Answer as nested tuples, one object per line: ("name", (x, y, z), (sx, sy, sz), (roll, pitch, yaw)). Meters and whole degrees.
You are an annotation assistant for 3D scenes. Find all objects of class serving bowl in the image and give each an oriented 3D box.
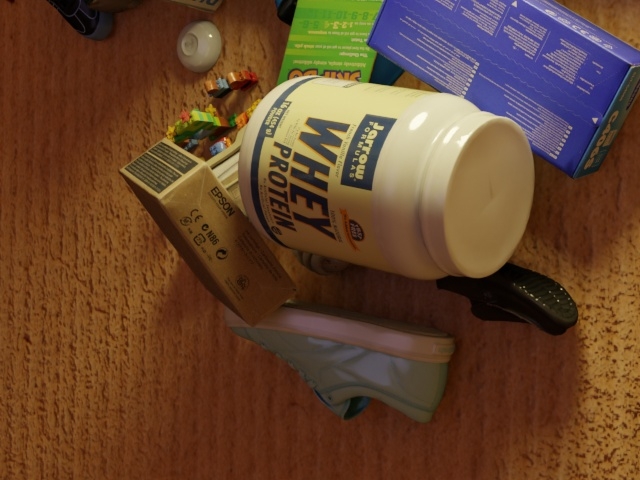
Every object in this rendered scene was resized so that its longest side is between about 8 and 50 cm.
("serving bowl", (-0.193, -0.301, 2.106), (0.083, 0.027, 0.083), (0, 89, 36))

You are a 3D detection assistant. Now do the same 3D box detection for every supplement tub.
("supplement tub", (0.082, -0.080, 1.738), (0.325, 0.235, 0.235), (13, 97, 38))

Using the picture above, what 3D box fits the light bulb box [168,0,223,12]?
("light bulb box", (-0.208, -0.594, 1.998), (0.361, 0.225, 0.358), (-48, 64, 24))

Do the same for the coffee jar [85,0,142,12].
("coffee jar", (-0.345, -0.461, 2.174), (0.079, 0.096, 0.184), (-24, 77, 36))

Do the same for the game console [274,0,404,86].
("game console", (0.083, -0.401, 1.911), (0.293, 0.173, 0.250), (-47, 34, 25))

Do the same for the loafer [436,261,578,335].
("loafer", (0.238, 0.072, 1.774), (0.220, 0.080, 0.078), (32, 117, 37))

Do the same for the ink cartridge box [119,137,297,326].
("ink cartridge box", (-0.155, -0.014, 1.872), (0.088, 0.234, 0.193), (-39, 27, -9))

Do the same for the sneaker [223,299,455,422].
("sneaker", (0.007, 0.169, 1.896), (0.366, 0.135, 0.150), (10, 93, 36))

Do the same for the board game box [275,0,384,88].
("board game box", (0.023, -0.288, 1.867), (0.124, 0.039, 0.259), (18, 114, 5))

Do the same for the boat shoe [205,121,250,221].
("boat shoe", (-0.112, -0.077, 1.995), (0.302, 0.113, 0.103), (-45, 66, 31))

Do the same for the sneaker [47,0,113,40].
("sneaker", (-0.431, -0.415, 2.238), (0.232, 0.090, 0.081), (50, 116, 25))

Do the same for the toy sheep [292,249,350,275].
("toy sheep", (0.000, 0.000, 1.935), (0.132, 0.091, 0.091), (45, 115, 42))

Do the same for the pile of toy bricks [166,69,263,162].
("pile of toy bricks", (-0.177, -0.174, 2.046), (0.212, 0.105, 0.118), (-33, 71, 31))

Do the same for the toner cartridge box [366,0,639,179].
("toner cartridge box", (0.234, -0.240, 1.739), (0.348, 0.075, 0.165), (37, 121, 24))
